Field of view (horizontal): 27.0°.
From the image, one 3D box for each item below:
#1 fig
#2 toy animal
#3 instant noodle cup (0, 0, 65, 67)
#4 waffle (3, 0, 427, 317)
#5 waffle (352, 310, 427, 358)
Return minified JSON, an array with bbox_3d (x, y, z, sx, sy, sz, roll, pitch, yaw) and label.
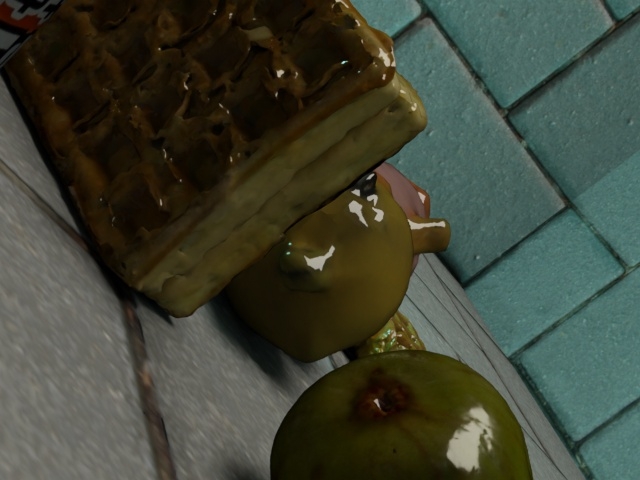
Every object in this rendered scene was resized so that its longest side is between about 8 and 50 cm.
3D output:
[{"bbox_3d":[0.045,0.147,0.720,0.142,0.148,0.186,41,-39,30],"label":"fig"},{"bbox_3d":[0.000,0.004,1.005,0.281,0.195,0.169,21,71,-84],"label":"toy animal"},{"bbox_3d":[-0.172,-0.138,0.415,0.250,0.192,0.250,51,8,-9],"label":"instant noodle cup"},{"bbox_3d":[-0.087,-0.126,0.832,0.091,0.213,0.308,36,18,-55],"label":"waffle"},{"bbox_3d":[0.068,0.110,1.292,0.253,0.056,0.249,58,9,33],"label":"waffle"}]
